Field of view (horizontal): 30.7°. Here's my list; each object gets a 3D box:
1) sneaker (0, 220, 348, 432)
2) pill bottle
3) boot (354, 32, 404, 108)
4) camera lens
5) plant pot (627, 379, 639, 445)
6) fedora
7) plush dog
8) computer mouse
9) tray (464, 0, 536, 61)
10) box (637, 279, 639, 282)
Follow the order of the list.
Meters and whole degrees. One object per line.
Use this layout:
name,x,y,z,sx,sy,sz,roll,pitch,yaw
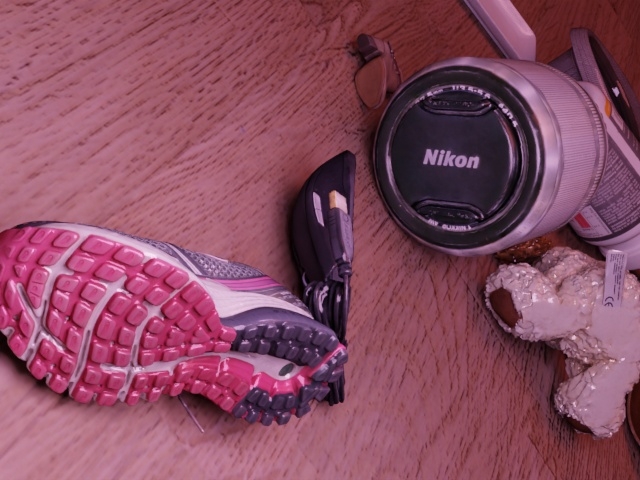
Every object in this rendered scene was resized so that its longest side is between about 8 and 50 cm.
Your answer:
sneaker,-0.117,0.055,0.850,0.299,0.121,0.112,26,15,-45
pill bottle,0.421,-0.092,1.758,0.278,0.162,0.162,47,32,-26
boot,0.078,-0.199,1.433,0.087,0.042,0.118,32,47,-54
camera lens,0.205,-0.103,1.362,0.274,0.219,0.219,-14,77,-60
plant pot,0.574,0.282,1.664,0.230,0.215,0.215,51,28,-46
fedora,0.444,-0.224,1.942,0.275,0.124,0.244,23,47,-56
plush dog,0.332,0.082,1.473,0.262,0.210,0.225,54,4,-17
computer mouse,0.000,0.000,1.051,0.184,0.060,0.262,90,2,-54
tray,0.270,-0.396,1.913,0.270,0.030,0.145,48,33,-23
box,0.438,0.099,1.725,0.232,0.058,0.087,9,58,-54
